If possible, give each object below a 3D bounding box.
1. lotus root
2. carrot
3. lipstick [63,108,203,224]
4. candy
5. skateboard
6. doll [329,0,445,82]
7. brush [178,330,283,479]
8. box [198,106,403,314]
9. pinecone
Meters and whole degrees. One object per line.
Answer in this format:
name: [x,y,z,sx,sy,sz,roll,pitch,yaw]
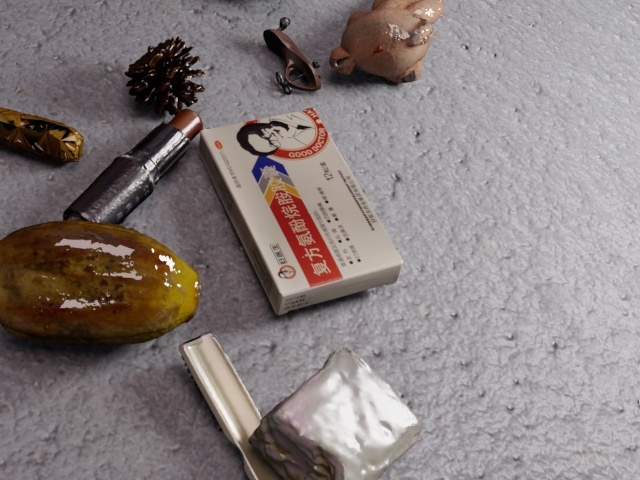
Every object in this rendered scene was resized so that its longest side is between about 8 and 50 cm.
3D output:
lotus root: [-0.319,0.060,1.481,0.290,0.193,0.193,3,55,-10]
carrot: [-0.493,-0.176,1.654,0.228,0.069,0.069,15,54,-3]
lipstick: [-0.291,-0.110,1.651,0.081,0.081,0.300,32,55,8]
candy: [0.025,0.271,1.414,0.185,0.137,0.195,48,47,7]
skateboard: [-0.057,-0.326,1.879,0.080,0.067,0.151,-30,71,-20]
doll: [0.149,-0.386,1.947,0.201,0.156,0.303,-10,25,26]
brush: [-0.105,0.279,1.457,0.060,0.050,0.321,-22,72,-30]
box: [-0.038,-0.058,1.677,0.214,0.069,0.353,-14,55,-22]
pinecone: [-0.259,-0.272,1.747,0.121,0.140,0.140,49,51,-20]
